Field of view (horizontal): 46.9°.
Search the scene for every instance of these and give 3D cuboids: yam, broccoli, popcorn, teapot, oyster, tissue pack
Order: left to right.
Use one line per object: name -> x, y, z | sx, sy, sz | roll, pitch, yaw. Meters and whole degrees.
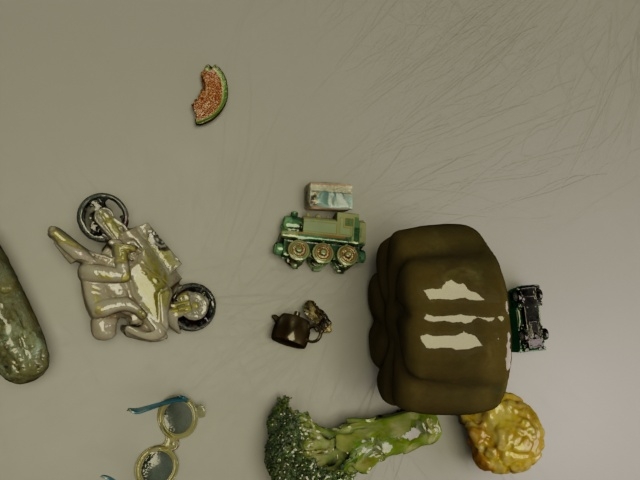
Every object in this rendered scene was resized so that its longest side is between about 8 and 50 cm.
yam -> -0.602, 0.112, 1.340 | 0.133, 0.133, 0.330 | -29, 92, -16
teapot -> -0.049, 0.178, 1.496 | 0.121, 0.076, 0.068 | 8, 70, 24
oyster -> -0.003, 0.160, 1.531 | 0.083, 0.019, 0.054 | 55, 37, -15
tissue pack -> 0.015, -0.091, 1.549 | 0.095, 0.074, 0.058 | 2, 86, -11
broccoli -> 0.072, 0.434, 1.456 | 0.362, 0.221, 0.252 | 4, 47, -14
popcorn -> 0.378, 0.402, 1.547 | 0.180, 0.170, 0.179 | 28, 51, -42

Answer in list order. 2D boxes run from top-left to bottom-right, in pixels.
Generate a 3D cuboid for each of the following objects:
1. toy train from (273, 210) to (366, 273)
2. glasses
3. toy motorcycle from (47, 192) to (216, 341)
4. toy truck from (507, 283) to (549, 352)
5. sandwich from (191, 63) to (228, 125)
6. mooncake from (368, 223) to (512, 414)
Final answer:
toy train -> 0.000, 0.000, 1.536 | 0.194, 0.081, 0.125 | 7, 72, -11
glasses -> -0.327, 0.366, 1.357 | 0.088, 0.220, 0.189 | 16, 78, 28
toy motorcycle -> -0.373, 0.081, 1.413 | 0.223, 0.108, 0.340 | -44, 102, -21
toy truck -> 0.454, 0.172, 1.627 | 0.065, 0.079, 0.147 | -4, 85, -14
sandwich -> -0.228, -0.298, 1.534 | 0.067, 0.029, 0.135 | 15, 81, -7
mooncake -> 0.211, 0.150, 1.425 | 0.201, 0.378, 0.378 | -5, 85, -9
